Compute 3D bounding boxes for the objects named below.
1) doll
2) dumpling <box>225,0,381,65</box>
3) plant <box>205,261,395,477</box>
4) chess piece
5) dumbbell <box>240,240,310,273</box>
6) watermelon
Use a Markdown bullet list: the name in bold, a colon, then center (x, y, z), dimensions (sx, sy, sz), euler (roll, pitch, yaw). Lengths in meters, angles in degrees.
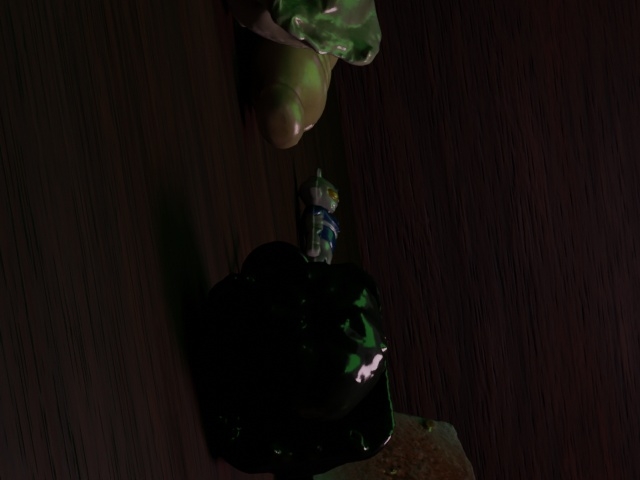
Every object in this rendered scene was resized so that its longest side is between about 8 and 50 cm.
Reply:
- **doll**: center (0.000, 0.000, 2.315), dimensions (0.114, 0.057, 0.227), euler (62, 22, -66)
- **dumpling**: center (-0.040, -0.282, 1.773), dimensions (0.193, 0.147, 0.258), euler (10, 42, -51)
- **plant**: center (-0.018, 0.107, 1.345), dimensions (0.256, 0.142, 0.164), euler (98, -12, -62)
- **chess piece**: center (-0.036, -0.203, 1.920), dimensions (0.307, 0.124, 0.139), euler (-82, -166, -62)
- **dumbbell**: center (-0.042, 0.043, 1.576), dimensions (0.147, 0.069, 0.069), euler (-86, 167, -68)
- **watermelon**: center (0.070, 0.288, 1.771), dimensions (0.261, 0.201, 0.213), euler (70, 4, -52)
